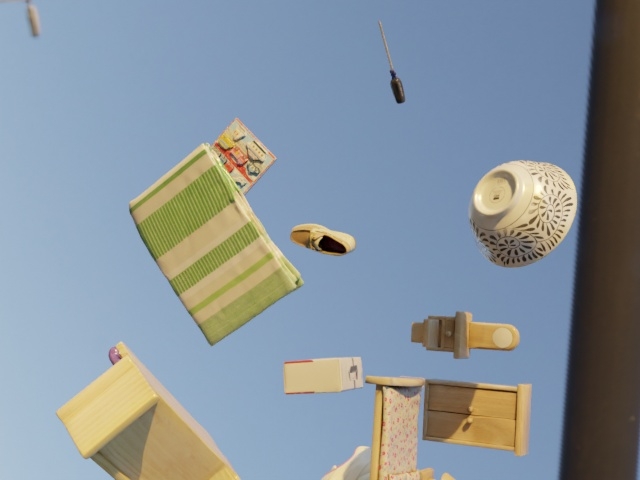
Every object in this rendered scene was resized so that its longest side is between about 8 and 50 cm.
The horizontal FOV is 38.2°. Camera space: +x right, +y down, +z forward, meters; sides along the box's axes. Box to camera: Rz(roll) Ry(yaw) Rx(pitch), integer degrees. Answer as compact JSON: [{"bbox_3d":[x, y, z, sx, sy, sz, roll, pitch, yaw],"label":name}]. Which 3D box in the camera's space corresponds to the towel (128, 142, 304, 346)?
[{"bbox_3d":[-0.209,0.009,1.765,0.248,0.038,0.324,-35,-91,25],"label":"towel"}]

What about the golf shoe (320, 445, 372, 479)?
[{"bbox_3d":[0.025,0.518,1.753,0.115,0.306,0.140,49,1,-36],"label":"golf shoe"}]

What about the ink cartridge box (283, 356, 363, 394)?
[{"bbox_3d":[0.006,0.226,1.549,0.099,0.135,0.056,-6,-98,17],"label":"ink cartridge box"}]

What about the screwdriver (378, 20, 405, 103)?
[{"bbox_3d":[0.134,-0.348,1.818,0.024,0.025,0.170,-126,-167,-69],"label":"screwdriver"}]

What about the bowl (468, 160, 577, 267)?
[{"bbox_3d":[0.271,-0.053,1.321,0.170,0.080,0.170,-23,-128,34],"label":"bowl"}]

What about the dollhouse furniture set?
[{"bbox_3d":[0.184,0.254,1.394,0.174,0.355,0.303,0,-96,29],"label":"dollhouse furniture set"}]

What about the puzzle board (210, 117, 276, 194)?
[{"bbox_3d":[-0.157,-0.165,1.797,0.096,0.011,0.128,-48,-112,10],"label":"puzzle board"}]

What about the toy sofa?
[{"bbox_3d":[-0.284,0.351,1.573,0.177,0.150,0.362,41,-13,46],"label":"toy sofa"}]

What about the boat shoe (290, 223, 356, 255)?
[{"bbox_3d":[0.000,0.000,1.802,0.135,0.045,0.050,8,-70,18],"label":"boat shoe"}]
